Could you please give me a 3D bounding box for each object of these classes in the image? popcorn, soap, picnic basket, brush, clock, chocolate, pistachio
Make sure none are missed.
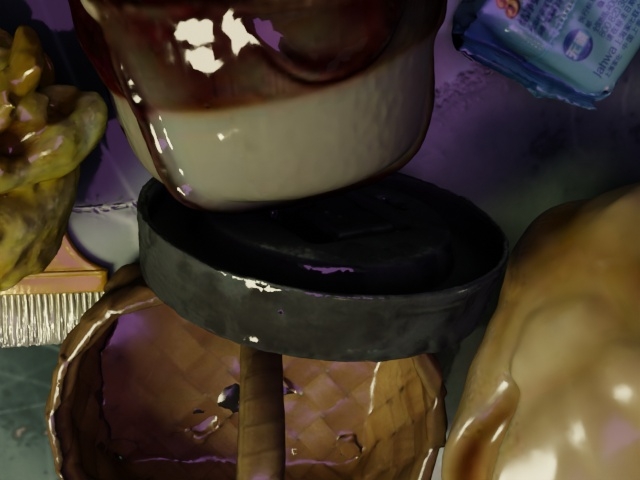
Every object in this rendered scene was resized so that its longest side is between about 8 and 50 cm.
[{"bbox_3d":[-0.287,-0.060,0.588,0.266,0.192,0.233,-23,105,18],"label":"popcorn"},{"bbox_3d":[0.236,-0.256,0.664,0.156,0.077,0.293,28,101,-14],"label":"soap"},{"bbox_3d":[-0.053,0.169,0.637,0.337,0.337,0.293,2,107,-8],"label":"picnic basket"},{"bbox_3d":[-0.246,-0.033,0.705,0.103,0.013,0.272,-2,107,-7],"label":"brush"},{"bbox_3d":[0.000,0.000,0.613,0.281,0.280,0.055,4,113,-9],"label":"clock"},{"bbox_3d":[-0.045,-0.127,0.578,0.284,0.283,0.186,-1,116,-7],"label":"chocolate"},{"bbox_3d":[0.270,0.156,0.685,0.365,0.281,0.445,-20,117,-22],"label":"pistachio"}]
